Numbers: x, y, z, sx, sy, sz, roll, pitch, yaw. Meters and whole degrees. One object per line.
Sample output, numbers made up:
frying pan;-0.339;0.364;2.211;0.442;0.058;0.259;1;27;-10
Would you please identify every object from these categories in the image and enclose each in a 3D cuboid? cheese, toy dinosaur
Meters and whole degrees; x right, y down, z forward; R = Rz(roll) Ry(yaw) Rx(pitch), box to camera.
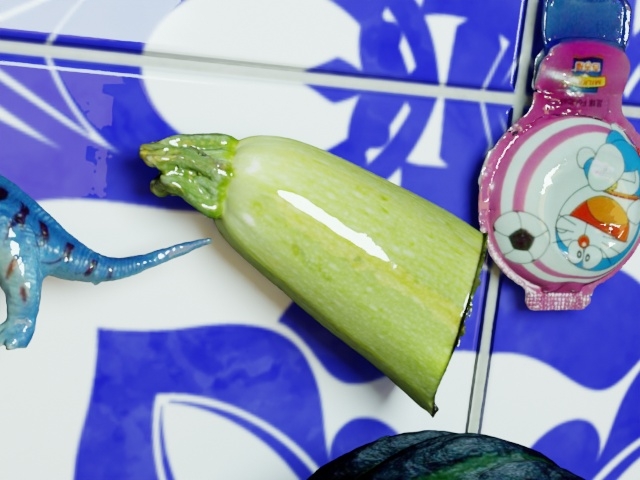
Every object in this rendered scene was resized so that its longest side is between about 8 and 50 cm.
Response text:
cheese;0.192;-0.065;1.181;0.155;0.062;0.244;2;99;-22
toy dinosaur;-0.244;0.006;1.003;0.329;0.076;0.144;22;84;-15

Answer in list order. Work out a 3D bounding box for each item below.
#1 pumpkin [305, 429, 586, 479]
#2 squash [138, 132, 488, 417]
pumpkin;0.093;0.311;1.052;0.266;0.363;0.364;-18;107;-26
squash;0.011;-0.012;1.085;0.287;0.137;0.137;39;84;-21
